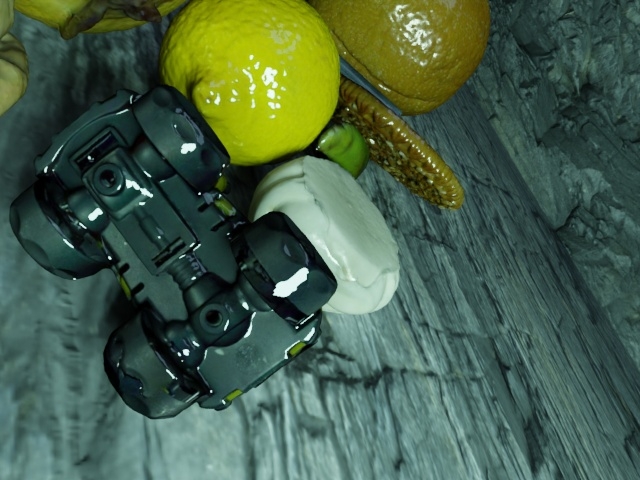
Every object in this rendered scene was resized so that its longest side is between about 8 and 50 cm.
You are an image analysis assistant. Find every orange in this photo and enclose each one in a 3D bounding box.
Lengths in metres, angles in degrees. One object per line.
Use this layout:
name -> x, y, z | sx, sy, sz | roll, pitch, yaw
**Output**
orange -> 0.129, -0.407, 1.016 | 0.357, 0.322, 0.322 | 38, 30, -6

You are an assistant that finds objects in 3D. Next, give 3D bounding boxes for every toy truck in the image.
toy truck -> -0.093, 0.007, 0.410 | 0.224, 0.147, 0.165 | 52, 4, 3

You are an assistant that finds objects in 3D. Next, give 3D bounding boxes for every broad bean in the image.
broad bean -> 0.031, -0.109, 0.731 | 0.061, 0.077, 0.339 | 29, 9, 2

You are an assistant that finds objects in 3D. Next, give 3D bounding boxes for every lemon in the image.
lemon -> -0.069, -0.174, 0.580 | 0.187, 0.187, 0.244 | 50, 26, -7

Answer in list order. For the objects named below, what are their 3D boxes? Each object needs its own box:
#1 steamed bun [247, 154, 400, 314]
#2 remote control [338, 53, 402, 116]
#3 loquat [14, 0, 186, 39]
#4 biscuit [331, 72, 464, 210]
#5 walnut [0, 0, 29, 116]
steamed bun -> 0.000, 0.000, 0.573 | 0.183, 0.106, 0.183 | 43, 25, -26
remote control -> -0.026, -0.309, 0.861 | 0.377, 0.044, 0.107 | 41, 0, -2
loquat -> -0.197, -0.283, 0.462 | 0.244, 0.244, 0.244 | 37, 32, -28
biscuit -> 0.094, -0.145, 0.832 | 0.305, 0.038, 0.305 | 41, 3, -2
walnut -> -0.237, -0.101, 0.236 | 0.198, 0.198, 0.245 | 41, 23, -21
